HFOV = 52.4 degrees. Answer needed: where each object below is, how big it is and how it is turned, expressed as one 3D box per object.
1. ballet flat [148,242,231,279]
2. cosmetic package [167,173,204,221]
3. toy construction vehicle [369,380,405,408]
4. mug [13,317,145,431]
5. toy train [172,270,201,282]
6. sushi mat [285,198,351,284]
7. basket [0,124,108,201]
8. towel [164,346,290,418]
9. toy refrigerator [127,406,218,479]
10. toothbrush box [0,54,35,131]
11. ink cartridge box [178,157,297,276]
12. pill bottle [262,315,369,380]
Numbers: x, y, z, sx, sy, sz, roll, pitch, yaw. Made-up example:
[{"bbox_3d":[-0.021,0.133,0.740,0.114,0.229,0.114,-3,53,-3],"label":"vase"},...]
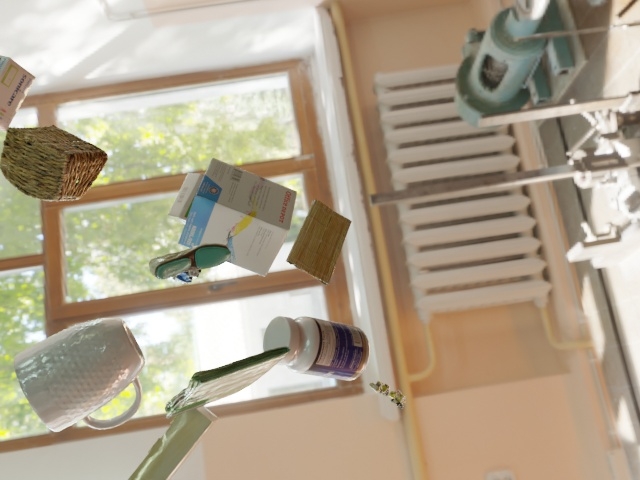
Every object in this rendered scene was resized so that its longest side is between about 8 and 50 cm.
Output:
[{"bbox_3d":[-0.261,0.032,1.300,0.052,0.168,0.057,38,133,47],"label":"ballet flat"},{"bbox_3d":[-0.383,-0.097,2.554,0.155,0.365,0.197,10,74,59],"label":"cosmetic package"},{"bbox_3d":[0.166,0.366,1.580,0.086,0.035,0.098,32,175,37],"label":"toy construction vehicle"},{"bbox_3d":[-0.722,0.439,2.074,0.374,0.328,0.276,66,167,-22],"label":"mug"},{"bbox_3d":[-0.491,0.103,2.431,0.184,0.080,0.105,-16,60,57],"label":"toy train"},{"bbox_3d":[0.000,0.000,2.081,0.019,0.151,0.316,-47,14,43],"label":"sushi mat"},{"bbox_3d":[-0.948,-0.264,2.318,0.223,0.299,0.213,-26,-42,-65],"label":"basket"},{"bbox_3d":[-0.240,0.347,1.598,0.325,0.248,0.038,-49,60,53],"label":"towel"},{"bbox_3d":[-0.412,0.578,1.808,0.094,0.269,0.102,38,174,7],"label":"toy refrigerator"},{"bbox_3d":[-1.089,-0.490,2.079,0.206,0.283,0.122,-66,-25,-11],"label":"toothbrush box"},{"bbox_3d":[-0.198,-0.056,1.596,0.171,0.233,0.168,-80,15,-52],"label":"ink cartridge box"},{"bbox_3d":[-0.011,0.285,1.741,0.153,0.265,0.153,-27,55,47],"label":"pill bottle"}]
